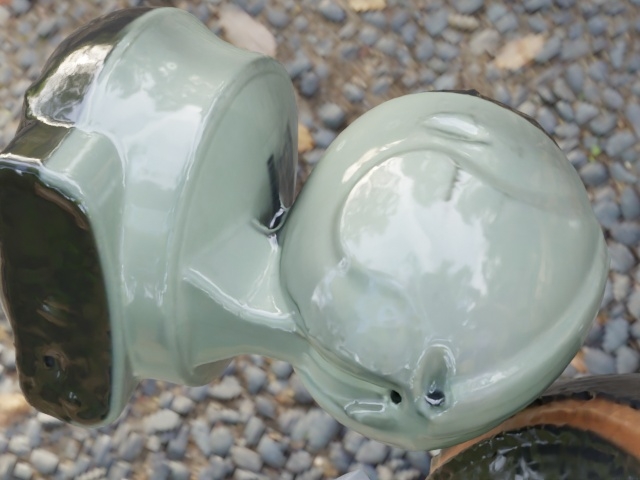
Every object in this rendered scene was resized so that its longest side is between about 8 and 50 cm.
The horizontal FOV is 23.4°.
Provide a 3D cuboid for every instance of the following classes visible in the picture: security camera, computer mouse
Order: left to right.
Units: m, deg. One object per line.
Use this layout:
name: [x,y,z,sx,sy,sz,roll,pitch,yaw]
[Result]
security camera: [0.000,0.000,0.764,0.277,0.197,0.191,14,40,16]
computer mouse: [0.184,0.128,0.802,0.323,0.183,0.116,-9,69,56]

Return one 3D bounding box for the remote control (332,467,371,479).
remote control: [-0.083,0.184,0.708,0.250,0.103,0.034,-34,83,13]
